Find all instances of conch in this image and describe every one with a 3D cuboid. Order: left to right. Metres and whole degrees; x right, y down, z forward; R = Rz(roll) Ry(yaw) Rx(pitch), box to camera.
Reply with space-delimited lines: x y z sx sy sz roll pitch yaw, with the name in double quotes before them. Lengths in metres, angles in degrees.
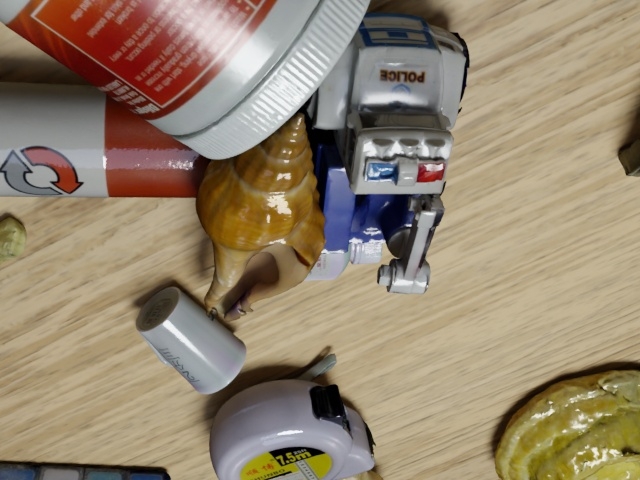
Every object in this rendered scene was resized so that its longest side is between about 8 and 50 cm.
"conch" -0.057 -0.010 0.633 0.109 0.093 0.330 11 154 -11

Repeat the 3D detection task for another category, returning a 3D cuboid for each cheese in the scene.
"cheese" -0.320 0.013 0.709 0.083 0.044 0.030 -30 143 11

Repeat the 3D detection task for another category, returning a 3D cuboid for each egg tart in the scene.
"egg tart" 0.392 0.305 1.031 0.290 0.115 0.290 -5 130 -6

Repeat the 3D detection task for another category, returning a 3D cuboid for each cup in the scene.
"cup" -0.153 0.112 0.811 0.104 0.074 0.116 -12 132 37

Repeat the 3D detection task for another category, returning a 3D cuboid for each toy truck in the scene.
"toy truck" 0.051 -0.075 0.624 0.161 0.177 0.213 -1 129 -9

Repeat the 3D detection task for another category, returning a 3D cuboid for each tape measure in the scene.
"tape measure" -0.042 0.239 0.908 0.196 0.105 0.178 -16 136 4

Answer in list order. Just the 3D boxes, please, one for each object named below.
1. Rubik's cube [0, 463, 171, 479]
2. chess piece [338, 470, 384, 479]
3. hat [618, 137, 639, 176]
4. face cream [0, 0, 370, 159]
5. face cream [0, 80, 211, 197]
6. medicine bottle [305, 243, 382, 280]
"Rubik's cube" -0.352 0.481 0.919 0.293 0.292 0.287 9 125 -15
"chess piece" 0.102 0.434 1.083 0.117 0.117 0.397 -27 125 11
"hat" 0.398 -0.113 0.717 0.175 0.085 0.147 6 126 -14
"face cream" -0.094 -0.185 0.492 0.187 0.201 0.201 34 115 -31
"face cream" -0.202 -0.084 0.620 0.214 0.096 0.096 0 128 -11
"medicine bottle" 0.000 0.000 0.737 0.118 0.074 0.055 -1 126 -8
